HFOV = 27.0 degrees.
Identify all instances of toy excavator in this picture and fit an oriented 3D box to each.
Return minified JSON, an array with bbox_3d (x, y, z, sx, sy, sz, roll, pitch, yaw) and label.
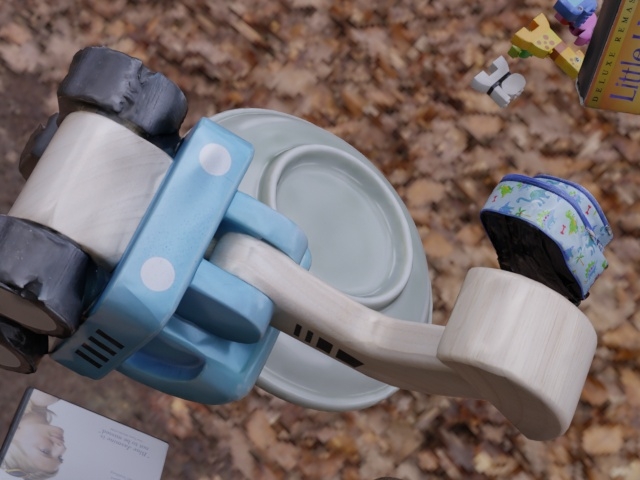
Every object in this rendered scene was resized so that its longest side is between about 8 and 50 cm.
[{"bbox_3d":[-0.052,0.041,1.101,0.445,0.433,0.222,29,65,-13],"label":"toy excavator"}]

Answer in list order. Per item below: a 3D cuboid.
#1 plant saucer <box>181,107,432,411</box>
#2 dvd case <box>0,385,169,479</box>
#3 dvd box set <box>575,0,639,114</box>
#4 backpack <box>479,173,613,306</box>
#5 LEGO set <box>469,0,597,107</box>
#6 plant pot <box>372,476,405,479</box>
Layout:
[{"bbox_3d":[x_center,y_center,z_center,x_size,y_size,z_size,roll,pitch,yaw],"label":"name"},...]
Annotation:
[{"bbox_3d":[0.000,0.000,1.578,0.400,0.100,0.400,22,51,-30],"label":"plant saucer"},{"bbox_3d":[-0.269,0.271,1.455,0.180,0.022,0.253,24,29,-10],"label":"dvd case"},{"bbox_3d":[0.529,-0.256,1.479,0.420,0.308,0.062,7,37,-6],"label":"dvd box set"},{"bbox_3d":[0.203,-0.011,1.211,0.105,0.084,0.114,19,-25,42],"label":"backpack"},{"bbox_3d":[0.311,-0.249,1.732,0.227,0.087,0.093,-39,81,-26],"label":"LEGO set"},{"bbox_3d":[0.039,0.348,0.993,0.229,0.263,0.263,-35,78,-23],"label":"plant pot"}]
